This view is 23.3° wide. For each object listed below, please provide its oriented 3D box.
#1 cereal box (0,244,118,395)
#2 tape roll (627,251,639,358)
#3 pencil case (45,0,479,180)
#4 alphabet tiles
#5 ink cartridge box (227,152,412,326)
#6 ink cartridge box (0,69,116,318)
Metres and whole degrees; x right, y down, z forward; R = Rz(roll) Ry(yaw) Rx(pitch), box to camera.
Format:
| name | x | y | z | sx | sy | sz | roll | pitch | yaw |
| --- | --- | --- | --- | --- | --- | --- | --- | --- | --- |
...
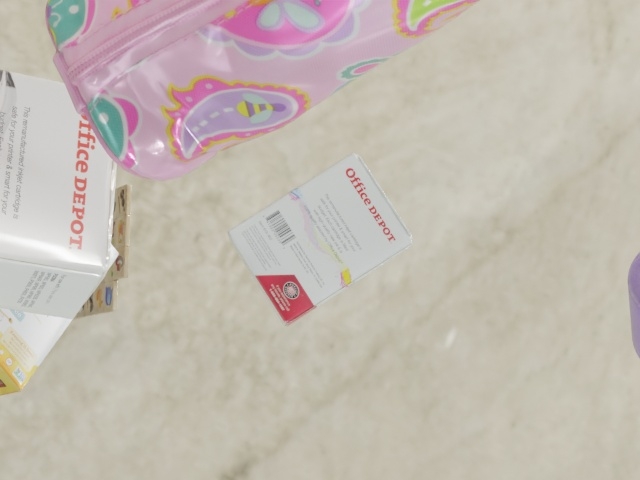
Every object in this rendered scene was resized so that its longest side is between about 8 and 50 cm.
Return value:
| name | x | y | z | sx | sy | sz | roll | pitch | yaw |
| --- | --- | --- | --- | --- | --- | --- | --- | --- | --- |
| cereal box | -0.343 | 0.032 | 1.762 | 0.173 | 0.047 | 0.240 | 55 | 42 | -25 |
| tape roll | 0.414 | 0.066 | 1.598 | 0.189 | 0.189 | 0.080 | -39 | 134 | -33 |
| pencil case | 0.004 | -0.133 | 0.702 | 0.124 | 0.284 | 0.124 | 34 | 42 | -39 |
| alphabet tiles | -0.290 | 0.000 | 2.039 | 0.009 | 0.237 | 0.198 | 5 | 82 | -25 |
| ink cartridge box | 0.000 | 0.000 | 1.786 | 0.175 | 0.127 | 0.072 | -32 | 176 | -5 |
| ink cartridge box | -0.333 | -0.054 | 1.423 | 0.273 | 0.114 | 0.197 | 10 | 61 | -19 |
